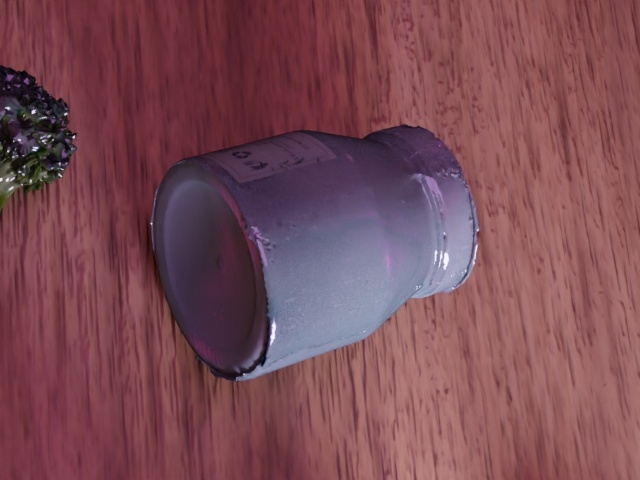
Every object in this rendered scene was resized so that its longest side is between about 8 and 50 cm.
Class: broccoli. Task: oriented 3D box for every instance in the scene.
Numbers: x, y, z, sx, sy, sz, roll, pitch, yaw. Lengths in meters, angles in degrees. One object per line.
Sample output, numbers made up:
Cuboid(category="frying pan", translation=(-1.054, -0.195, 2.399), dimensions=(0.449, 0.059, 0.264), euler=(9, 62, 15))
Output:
Cuboid(category="broccoli", translation=(-0.387, -0.065, 1.769), dimensions=(0.198, 0.177, 0.275), euler=(34, 77, -14))

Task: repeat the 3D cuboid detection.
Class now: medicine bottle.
Cuboid(category="medicine bottle", translation=(0.000, 0.000, 1.839), dimensions=(0.290, 0.245, 0.245), euler=(-15, 79, -30))
